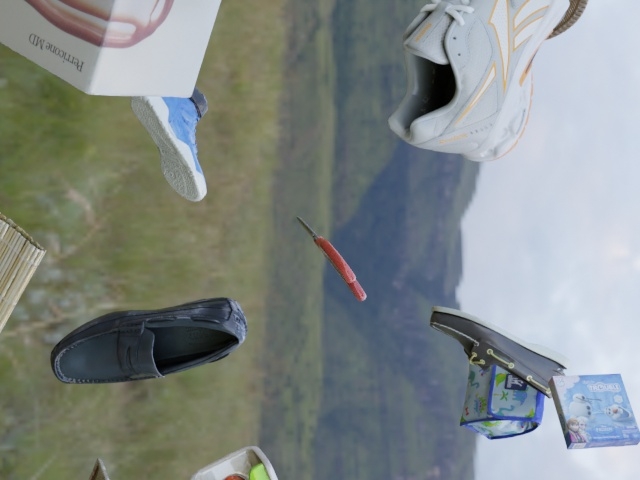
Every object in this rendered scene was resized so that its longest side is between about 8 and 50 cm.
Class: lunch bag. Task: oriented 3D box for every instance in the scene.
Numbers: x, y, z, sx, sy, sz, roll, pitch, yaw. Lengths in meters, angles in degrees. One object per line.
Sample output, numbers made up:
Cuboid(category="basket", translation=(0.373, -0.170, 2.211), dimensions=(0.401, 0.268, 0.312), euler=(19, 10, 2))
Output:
Cuboid(category="lunch bag", translation=(0.303, 0.241, 2.034), dimensions=(0.151, 0.096, 0.128), euler=(-18, -128, 49))

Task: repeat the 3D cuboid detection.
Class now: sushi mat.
Cuboid(category="sushi mat", translation=(-0.518, 0.098, 1.803), dimensions=(0.316, 0.151, 0.019), euler=(-59, 169, 13))

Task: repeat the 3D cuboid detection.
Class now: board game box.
Cuboid(category="board game box", translation=(0.324, 0.201, 1.510), dimensions=(0.020, 0.090, 0.090), euler=(107, -23, -51))

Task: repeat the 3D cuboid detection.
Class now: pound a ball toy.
Cuboid(category="pound a ball toy", translation=(-0.149, 0.482, 2.078), dimensions=(0.319, 0.208, 0.136), euler=(68, -13, -16))

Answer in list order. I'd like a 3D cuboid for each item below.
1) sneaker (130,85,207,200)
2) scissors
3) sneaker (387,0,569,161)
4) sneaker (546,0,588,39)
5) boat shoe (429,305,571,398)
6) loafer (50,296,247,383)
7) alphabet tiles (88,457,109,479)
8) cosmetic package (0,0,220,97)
Cuboid(category="sneaker", translation=(-0.155, -0.126, 1.485), dimensions=(0.058, 0.084, 0.152), euler=(-3, -57, 45))
Cuboid(category="scissors", translation=(0.000, 0.000, 2.097), dimensions=(0.109, 0.021, 0.297), euler=(54, -1, -39))
Cuboid(category="sneaker", translation=(0.132, -0.189, 1.059), dimensions=(0.099, 0.121, 0.262), euler=(33, -63, 48))
Cuboid(category="sneaker", translation=(0.334, -0.399, 1.708), dimensions=(0.282, 0.099, 0.153), euler=(117, -8, -57))
Cuboid(category="boat shoe", translation=(0.263, 0.167, 1.920), dimensions=(0.081, 0.228, 0.068), euler=(139, -25, -83))
Cuboid(category="loafer", translation=(-0.191, 0.116, 1.406), dimensions=(0.078, 0.223, 0.076), euler=(-103, 180, -69))
Cuboid(category="alphabet tiles", translation=(-0.303, 0.410, 1.572), dimensions=(0.237, 0.009, 0.198), euler=(-68, -160, 4))
Cuboid(category="cosmetic package", translation=(-0.151, -0.279, 1.030), dimensions=(0.153, 0.129, 0.296), euler=(29, -69, 30))
